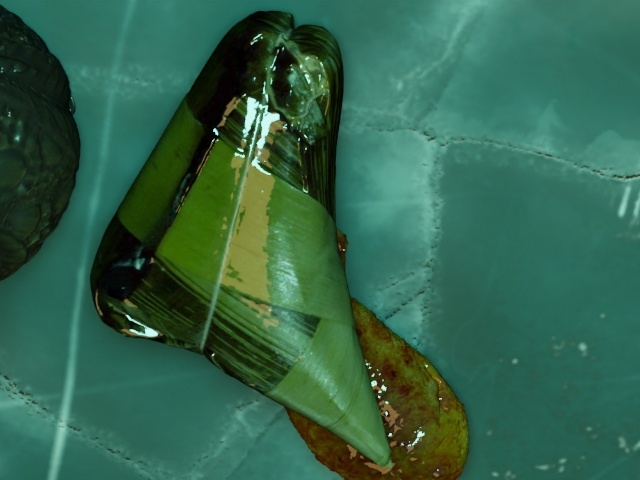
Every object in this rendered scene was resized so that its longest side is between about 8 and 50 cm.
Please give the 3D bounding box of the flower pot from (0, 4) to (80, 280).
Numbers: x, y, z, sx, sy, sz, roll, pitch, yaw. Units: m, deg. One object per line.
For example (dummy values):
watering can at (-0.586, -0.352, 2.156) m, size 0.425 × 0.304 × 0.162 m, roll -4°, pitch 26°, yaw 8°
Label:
flower pot at (-0.336, -0.044, 1.454) m, size 0.267 × 0.267 × 0.266 m, roll 0°, pitch 116°, yaw 1°

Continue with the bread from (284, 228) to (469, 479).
bread at (0.029, 0.127, 1.633) m, size 0.139 × 0.095 × 0.269 m, roll -34°, pitch 108°, yaw 8°

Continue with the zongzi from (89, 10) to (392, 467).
zongzi at (0.000, 0.000, 1.514) m, size 0.317 × 0.154 × 0.289 m, roll 33°, pitch 113°, yaw -2°
